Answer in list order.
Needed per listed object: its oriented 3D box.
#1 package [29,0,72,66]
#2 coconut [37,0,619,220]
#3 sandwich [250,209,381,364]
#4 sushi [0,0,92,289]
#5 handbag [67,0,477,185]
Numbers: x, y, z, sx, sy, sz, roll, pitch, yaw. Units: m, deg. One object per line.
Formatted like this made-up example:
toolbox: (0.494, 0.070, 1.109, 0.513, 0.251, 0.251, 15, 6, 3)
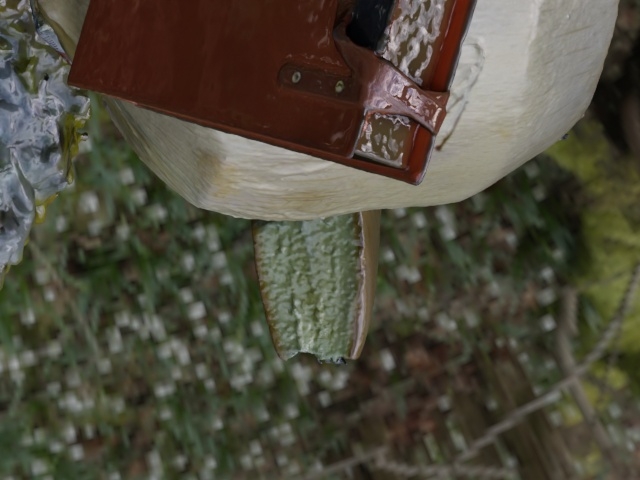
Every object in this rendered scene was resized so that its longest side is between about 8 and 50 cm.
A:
package: (-0.209, -0.161, 1.561, 0.015, 0.037, 0.110, -30, 148, 9)
coconut: (-0.005, -0.185, 1.253, 0.360, 0.346, 0.346, 1, 128, -12)
sandwich: (0.000, 0.000, 1.948, 0.122, 0.235, 0.128, -8, 138, 10)
sushi: (-0.398, -0.119, 1.635, 0.351, 0.240, 0.396, -41, 123, -21)
handbag: (-0.017, -0.104, 0.798, 0.063, 0.190, 0.127, 16, 91, -44)
